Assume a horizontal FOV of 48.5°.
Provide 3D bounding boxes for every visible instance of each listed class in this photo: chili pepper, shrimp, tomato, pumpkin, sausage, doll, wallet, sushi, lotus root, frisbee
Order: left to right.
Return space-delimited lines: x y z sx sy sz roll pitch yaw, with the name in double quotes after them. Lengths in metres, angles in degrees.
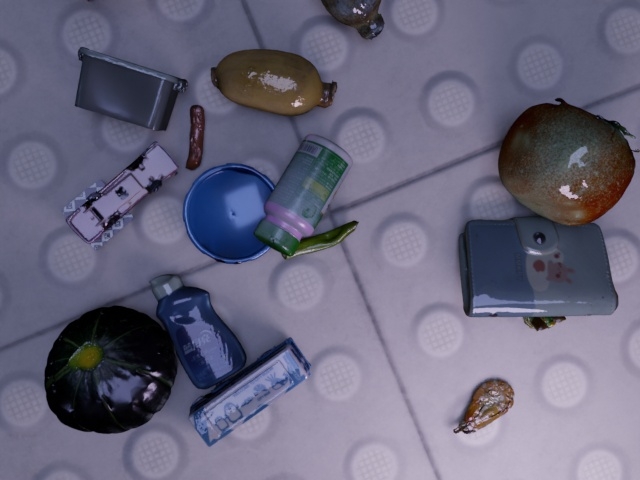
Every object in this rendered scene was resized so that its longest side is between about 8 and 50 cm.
-0.531 -0.061 1.698 0.120 0.026 0.126 -41 100 -10 "sushi"
-0.460 0.302 1.623 0.295 0.296 0.296 0 91 -3 "pumpkin"
-0.300 -0.246 1.705 0.036 0.042 0.158 4 93 -41 "sausage"
-0.209 -0.064 1.704 0.242 0.045 0.242 1 87 -13 "frisbee"
-0.110 -0.371 1.663 0.303 0.131 0.146 9 92 -3 "lotus root"
0.000 0.000 1.715 0.201 0.052 0.050 -19 118 -3 "chili pepper"
0.059 -0.638 1.655 0.175 0.175 0.350 -18 91 -3 "lotus root"
0.400 0.417 1.753 0.184 0.043 0.091 -42 85 -8 "shrimp"
0.517 0.060 1.703 0.360 0.083 0.252 -1 71 -2 "wallet"
0.535 0.177 1.718 0.078 0.113 0.077 -23 84 -3 "doll"
0.561 -0.170 1.634 0.303 0.303 0.239 31 93 -3 "tomato"

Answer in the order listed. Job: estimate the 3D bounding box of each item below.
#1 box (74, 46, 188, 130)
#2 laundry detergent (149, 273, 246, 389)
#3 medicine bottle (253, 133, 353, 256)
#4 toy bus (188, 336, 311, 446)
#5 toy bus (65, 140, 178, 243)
-0.444 -0.344 1.640 0.243 0.163 0.135 17 99 -5 "box"
-0.301 0.202 1.681 0.143 0.094 0.290 -32 93 2 "laundry detergent"
-0.044 -0.102 1.654 0.133 0.133 0.274 32 81 -3 "medicine bottle"
-0.166 0.354 1.673 0.297 0.131 0.106 -35 93 -1 "toy bus"
-0.455 -0.108 1.643 0.274 0.112 0.090 -42 101 -10 "toy bus"
